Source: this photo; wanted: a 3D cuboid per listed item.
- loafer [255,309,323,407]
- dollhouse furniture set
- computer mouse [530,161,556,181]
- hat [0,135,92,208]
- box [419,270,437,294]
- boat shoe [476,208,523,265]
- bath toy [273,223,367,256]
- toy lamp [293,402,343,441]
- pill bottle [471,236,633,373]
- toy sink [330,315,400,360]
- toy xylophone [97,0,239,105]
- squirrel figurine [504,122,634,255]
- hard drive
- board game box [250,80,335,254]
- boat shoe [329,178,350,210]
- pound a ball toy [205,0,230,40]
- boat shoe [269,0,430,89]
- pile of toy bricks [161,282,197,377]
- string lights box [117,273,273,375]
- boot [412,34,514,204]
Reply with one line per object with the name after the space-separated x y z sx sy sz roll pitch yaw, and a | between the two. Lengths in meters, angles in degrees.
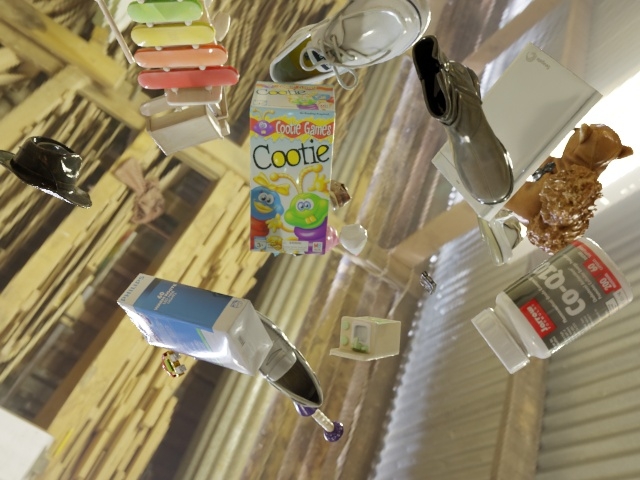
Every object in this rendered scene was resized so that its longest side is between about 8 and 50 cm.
-0.100 0.273 1.447 0.112 0.319 0.111 -48 -155 -14 | loafer
-0.399 -0.442 1.751 0.173 0.303 0.356 -16 -120 8 | dollhouse furniture set
0.610 -0.261 1.720 0.106 0.042 0.193 105 -13 -70 | computer mouse
-0.826 -0.237 1.903 0.134 0.331 0.331 -59 -167 2 | hat
0.379 0.150 2.187 0.018 0.067 0.083 -34 160 -10 | box
0.491 -0.026 1.677 0.103 0.113 0.302 -12 -159 11 | boat shoe
0.000 0.000 2.179 0.348 0.129 0.151 -1 -129 18 | bath toy
-0.008 0.542 1.935 0.080 0.275 0.080 -15 -132 18 | toy lamp
0.462 0.136 1.260 0.283 0.161 0.161 -37 -164 7 | pill bottle
0.161 0.342 2.225 0.152 0.234 0.131 4 -90 40 | toy sink
-0.299 -0.393 1.174 0.236 0.323 0.081 -5 -126 14 | toy xylophone
0.763 -0.163 1.874 0.370 0.281 0.397 -54 -171 34 | squirrel figurine
0.431 -0.249 1.419 0.353 0.047 0.233 -52 -136 22 | hard drive
-0.053 -0.129 1.120 0.142 0.144 0.275 -91 -177 -60 | board game box
0.049 -0.139 1.813 0.060 0.064 0.178 -19 -156 -1 | boat shoe
-0.392 -0.682 1.647 0.208 0.319 0.136 37 -82 46 | pound a ball toy
0.026 -0.354 1.145 0.367 0.136 0.156 1 -137 47 | boat shoe
-0.353 0.206 1.460 0.118 0.212 0.105 -26 -177 -40 | pile of toy bricks
-0.229 0.151 1.128 0.259 0.133 0.077 10 -130 29 | string lights box
0.201 -0.172 0.925 0.083 0.247 0.161 -23 167 30 | boot
